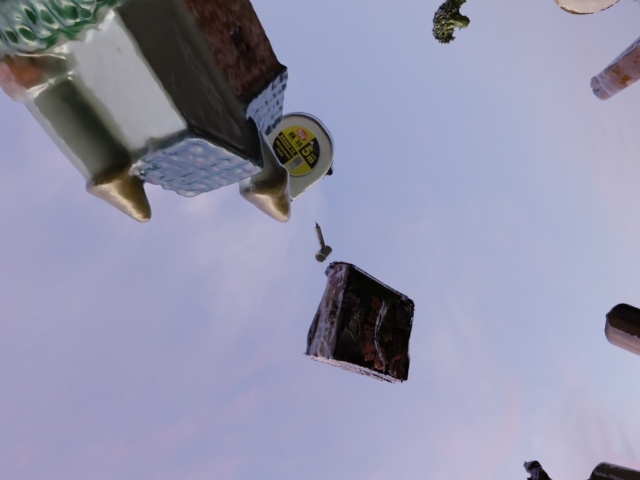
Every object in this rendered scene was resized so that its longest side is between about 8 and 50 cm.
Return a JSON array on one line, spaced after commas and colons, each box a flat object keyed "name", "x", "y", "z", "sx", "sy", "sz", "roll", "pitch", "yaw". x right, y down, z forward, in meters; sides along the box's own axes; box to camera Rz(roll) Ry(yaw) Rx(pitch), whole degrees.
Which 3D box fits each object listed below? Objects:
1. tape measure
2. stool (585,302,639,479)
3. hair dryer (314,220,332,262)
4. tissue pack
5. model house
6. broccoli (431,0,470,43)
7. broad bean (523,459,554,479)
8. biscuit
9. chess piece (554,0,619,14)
[{"name": "tape measure", "x": -0.111, "y": -0.292, "z": 1.267, "sx": 0.351, "sy": 0.215, "sz": 0.098, "roll": 50, "pitch": -164, "yaw": -14}, {"name": "stool", "x": 0.516, "y": 0.222, "z": 0.556, "sx": 0.310, "sy": 0.226, "sz": 0.311, "roll": 2, "pitch": -84, "yaw": -27}, {"name": "hair dryer", "x": 0.000, "y": 0.000, "z": 1.419, "sx": 0.063, "sy": 0.037, "sz": 0.124, "roll": -46, "pitch": -55, "yaw": -62}, {"name": "tissue pack", "x": 0.113, "y": 0.212, "z": 1.184, "sx": 0.332, "sy": 0.123, "sz": 0.245, "roll": 30, "pitch": -116, "yaw": -43}, {"name": "model house", "x": -0.149, "y": -0.140, "z": 0.517, "sx": 0.325, "sy": 0.194, "sz": 0.267, "roll": 59, "pitch": -147, "yaw": -23}, {"name": "broccoli", "x": 0.317, "y": -0.533, "z": 1.128, "sx": 0.092, "sy": 0.095, "sz": 0.097, "roll": 23, "pitch": -127, "yaw": 16}, {"name": "broad bean", "x": 0.285, "y": 0.329, "z": 0.405, "sx": 0.043, "sy": 0.060, "sz": 0.298, "roll": -18, "pitch": -126, "yaw": -18}, {"name": "biscuit", "x": 0.607, "y": -0.354, "z": 0.758, "sx": 0.381, "sy": 0.359, "sz": 0.074, "roll": -24, "pitch": -102, "yaw": -48}, {"name": "chess piece", "x": 0.357, "y": -0.395, "z": 0.604, "sx": 0.090, "sy": 0.090, "sz": 0.200, "roll": 33, "pitch": -116, "yaw": -29}]
